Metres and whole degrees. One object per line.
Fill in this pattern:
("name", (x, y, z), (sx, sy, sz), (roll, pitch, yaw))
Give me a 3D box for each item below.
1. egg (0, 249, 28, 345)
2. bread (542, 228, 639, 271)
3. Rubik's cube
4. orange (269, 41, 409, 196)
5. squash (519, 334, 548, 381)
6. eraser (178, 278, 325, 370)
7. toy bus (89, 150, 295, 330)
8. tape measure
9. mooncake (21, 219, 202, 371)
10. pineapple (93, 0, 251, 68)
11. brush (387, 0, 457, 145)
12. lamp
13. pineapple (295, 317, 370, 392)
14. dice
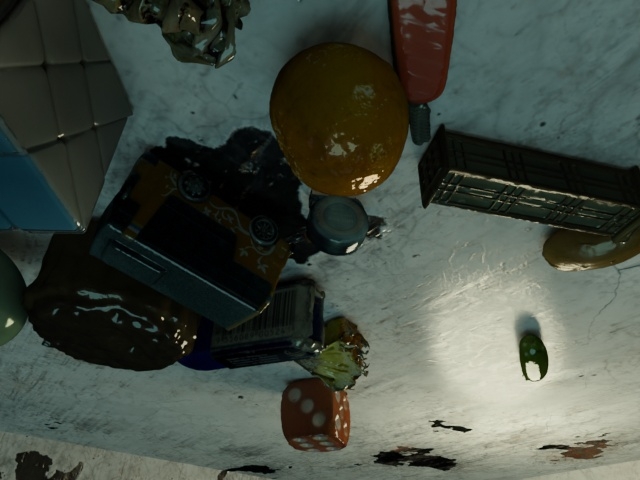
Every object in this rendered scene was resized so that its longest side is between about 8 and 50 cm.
("egg", (-0.659, 0.085, 0.867), (0.283, 0.203, 0.203), (35, 139, 0))
("bread", (0.467, 0.005, 0.809), (0.189, 0.077, 0.114), (-26, 131, 37))
("Rubik's cube", (-0.374, -0.157, 0.524), (0.225, 0.221, 0.231), (0, 143, 3))
("orange", (0.022, -0.137, 0.563), (0.155, 0.177, 0.177), (-15, 142, 2))
("squash", (0.533, 0.304, 1.213), (0.066, 0.066, 0.252), (-11, 143, 18))
("eraser", (-0.148, 0.186, 1.027), (0.332, 0.154, 0.101), (-14, 142, 22))
("toy bus", (-0.199, 0.008, 0.759), (0.275, 0.167, 0.138), (35, 142, -18))
("tape measure", (0.004, 0.001, 0.809), (0.104, 0.107, 0.180), (16, 142, -21))
("mooncake", (-0.378, 0.118, 0.929), (0.324, 0.187, 0.324), (4, 143, 3))
("pineapple", (-0.157, -0.262, 0.397), (0.263, 0.262, 0.271), (-8, 154, 15))
("brush", (0.112, -0.228, 0.535), (0.071, 0.051, 0.323), (-6, 143, 8))
("lamp", (0.307, -0.075, 0.698), (0.326, 0.089, 0.090), (10, 143, -8))
("pineapple", (0.027, 0.270, 1.187), (0.186, 0.114, 0.236), (-1, 133, 6))
("dice", (-0.014, 0.528, 1.464), (0.174, 0.179, 0.175), (-10, 144, 17))
